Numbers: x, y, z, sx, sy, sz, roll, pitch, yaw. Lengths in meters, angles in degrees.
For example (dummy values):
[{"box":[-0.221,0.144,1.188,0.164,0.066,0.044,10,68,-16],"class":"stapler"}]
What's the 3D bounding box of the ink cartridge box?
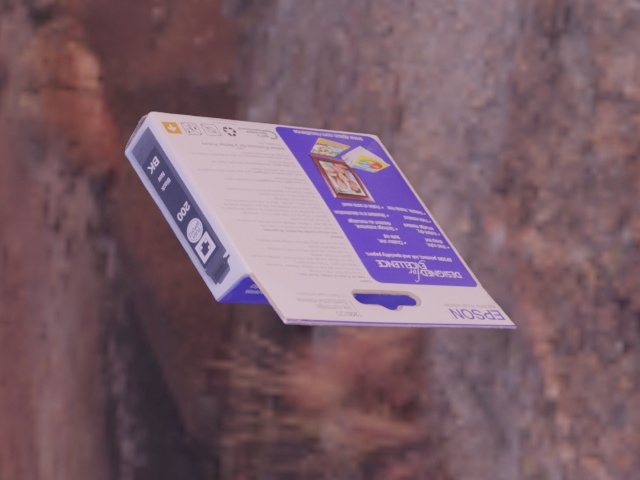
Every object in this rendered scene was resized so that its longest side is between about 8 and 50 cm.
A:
[{"box":[0.000,0.000,1.338,0.208,0.206,0.045,55,127,37],"class":"ink cartridge box"}]
